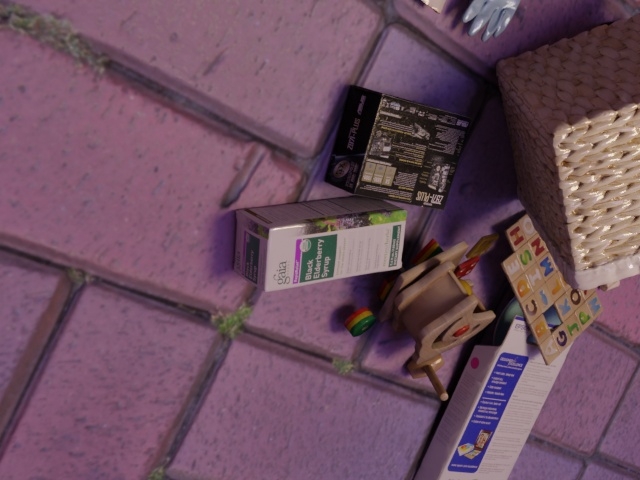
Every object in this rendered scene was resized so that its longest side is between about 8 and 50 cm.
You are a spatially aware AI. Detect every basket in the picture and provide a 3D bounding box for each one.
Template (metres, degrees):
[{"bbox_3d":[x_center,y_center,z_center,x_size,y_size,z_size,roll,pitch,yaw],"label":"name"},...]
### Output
[{"bbox_3d":[0.461,-0.148,1.415,0.328,0.331,0.266,-19,119,5],"label":"basket"}]

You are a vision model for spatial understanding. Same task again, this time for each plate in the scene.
[{"bbox_3d":[0.376,0.158,1.725,0.188,0.024,0.188,-13,115,-30],"label":"plate"}]

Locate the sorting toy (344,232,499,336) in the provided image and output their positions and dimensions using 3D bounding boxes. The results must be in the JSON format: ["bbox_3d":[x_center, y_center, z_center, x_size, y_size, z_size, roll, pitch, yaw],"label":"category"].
[{"bbox_3d":[0.155,0.049,1.477,0.274,0.046,0.132,-26,157,-28],"label":"sorting toy"}]

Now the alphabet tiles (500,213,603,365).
[{"bbox_3d":[0.396,0.063,1.640,0.198,0.009,0.237,-33,102,-38],"label":"alphabet tiles"}]

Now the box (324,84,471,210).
[{"bbox_3d":[0.114,-0.133,1.391,0.180,0.077,0.147,7,103,-37],"label":"box"}]

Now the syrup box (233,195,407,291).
[{"bbox_3d":[0.000,0.000,1.349,0.237,0.096,0.093,-9,113,-34],"label":"syrup box"}]

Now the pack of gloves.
[{"bbox_3d":[0.228,-0.424,1.398,0.195,0.046,0.232,28,87,-28],"label":"pack of gloves"}]

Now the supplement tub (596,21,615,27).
[{"bbox_3d":[0.510,-0.265,1.609,0.106,0.106,0.198,-17,117,-30],"label":"supplement tub"}]

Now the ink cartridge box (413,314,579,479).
[{"bbox_3d":[0.309,0.298,1.684,0.176,0.069,0.371,14,106,-36],"label":"ink cartridge box"}]

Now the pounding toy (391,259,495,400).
[{"bbox_3d":[0.213,0.144,1.485,0.154,0.155,0.269,-29,159,-10],"label":"pounding toy"}]

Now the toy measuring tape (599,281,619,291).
[{"bbox_3d":[0.570,-0.046,1.729,0.121,0.121,0.330,-16,116,-30],"label":"toy measuring tape"}]
